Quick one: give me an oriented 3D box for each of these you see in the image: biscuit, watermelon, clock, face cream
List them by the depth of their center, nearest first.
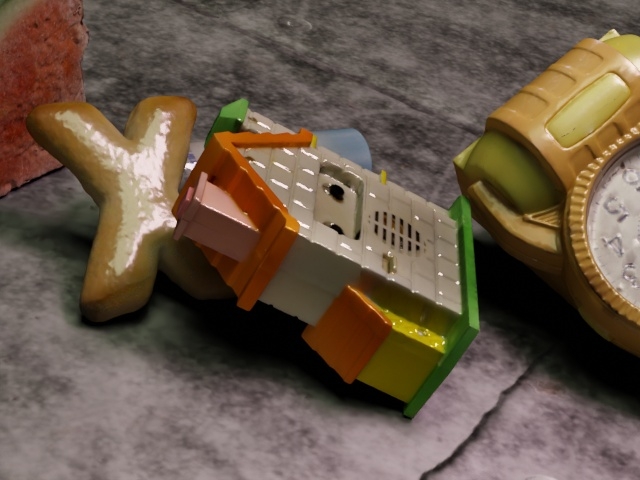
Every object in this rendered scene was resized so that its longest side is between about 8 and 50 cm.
[{"bbox_3d":[0.000,0.000,1.114,0.255,0.106,0.220,26,30,-11],"label":"clock"},{"bbox_3d":[-0.160,-0.036,1.148,0.164,0.047,0.208,-8,69,-31],"label":"biscuit"},{"bbox_3d":[-0.328,-0.134,1.198,0.193,0.310,0.232,14,-6,1],"label":"watermelon"},{"bbox_3d":[0.308,-0.024,1.204,0.244,0.200,0.317,-41,68,-5],"label":"clock"},{"bbox_3d":[-0.072,-0.066,1.282,0.250,0.077,0.077,-9,38,-30],"label":"face cream"}]
